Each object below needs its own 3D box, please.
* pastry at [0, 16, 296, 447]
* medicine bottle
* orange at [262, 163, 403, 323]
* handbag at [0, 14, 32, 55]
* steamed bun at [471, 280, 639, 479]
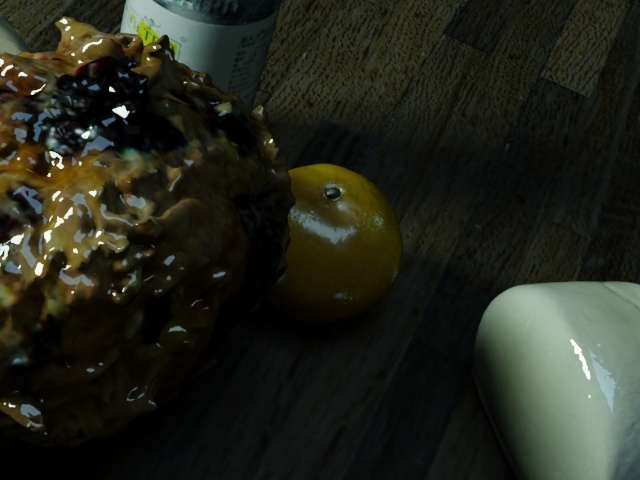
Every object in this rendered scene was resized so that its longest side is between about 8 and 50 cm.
[{"bbox_3d":[-0.202,-0.004,1.096,0.405,0.292,0.337,-14,39,-33],"label":"pastry"},{"bbox_3d":[-0.116,-0.197,1.339,0.141,0.293,0.141,11,42,-10],"label":"medicine bottle"},{"bbox_3d":[0.000,0.000,1.301,0.156,0.124,0.156,13,40,-11],"label":"orange"},{"bbox_3d":[-0.378,-0.151,1.334,0.271,0.117,0.182,-6,39,-24],"label":"handbag"},{"bbox_3d":[0.241,0.134,1.219,0.146,0.164,0.241,-2,45,-24],"label":"steamed bun"}]
